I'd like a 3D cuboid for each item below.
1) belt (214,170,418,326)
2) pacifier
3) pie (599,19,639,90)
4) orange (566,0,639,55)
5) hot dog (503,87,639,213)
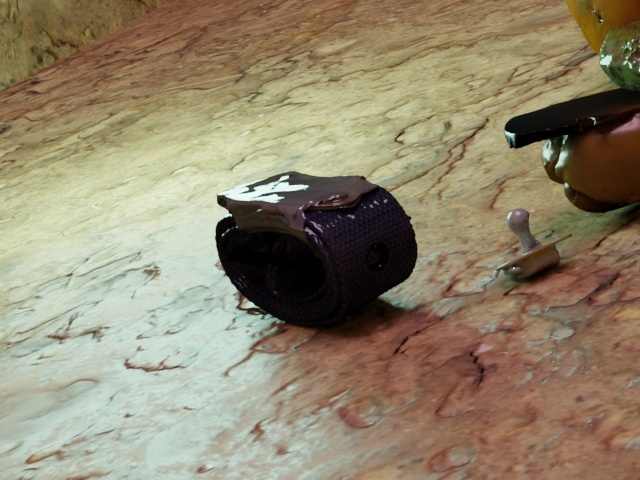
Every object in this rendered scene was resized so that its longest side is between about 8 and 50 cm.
[{"bbox_3d":[0.000,0.000,1.784,0.126,0.140,0.230,-26,16,-28],"label":"belt"},{"bbox_3d":[0.196,0.000,1.731,0.083,0.064,0.068,-23,0,-25],"label":"pacifier"},{"bbox_3d":[0.442,-0.210,1.814,0.323,0.071,0.323,-13,11,3],"label":"pie"},{"bbox_3d":[0.421,-0.348,2.295,0.226,0.284,0.284,-18,15,15],"label":"orange"},{"bbox_3d":[0.355,-0.098,1.827,0.326,0.107,0.194,-11,12,8],"label":"hot dog"}]
